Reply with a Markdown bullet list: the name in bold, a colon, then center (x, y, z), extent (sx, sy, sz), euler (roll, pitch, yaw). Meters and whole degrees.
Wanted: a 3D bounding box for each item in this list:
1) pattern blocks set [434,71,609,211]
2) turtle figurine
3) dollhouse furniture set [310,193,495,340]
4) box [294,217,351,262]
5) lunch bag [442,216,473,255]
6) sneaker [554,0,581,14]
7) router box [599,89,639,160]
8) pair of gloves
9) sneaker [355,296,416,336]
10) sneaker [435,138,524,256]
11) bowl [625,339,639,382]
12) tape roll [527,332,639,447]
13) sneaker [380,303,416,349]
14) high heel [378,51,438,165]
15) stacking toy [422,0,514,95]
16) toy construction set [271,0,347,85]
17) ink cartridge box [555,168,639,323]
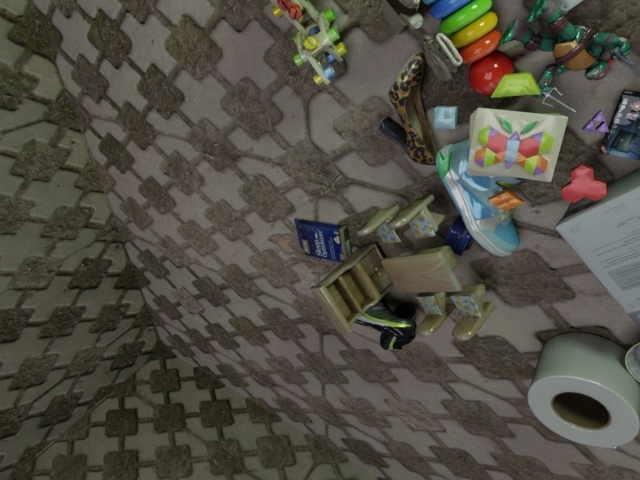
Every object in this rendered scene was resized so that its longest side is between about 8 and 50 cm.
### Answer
- **pattern blocks set**: center (0.395, -0.191, 0.881), extent (0.325, 0.026, 0.285), euler (0, 118, 34)
- **turtle figurine**: center (0.465, -0.345, 0.805), extent (0.234, 0.118, 0.175), euler (31, 149, -9)
- **dollhouse furniture set**: center (0.196, 0.121, 1.215), extent (0.394, 0.256, 0.362), euler (-13, 113, 57)
- **box**: center (0.000, 0.000, 1.504), extent (0.226, 0.036, 0.136), euler (11, 127, 35)
- **lunch bag**: center (0.379, -0.006, 1.166), extent (0.065, 0.067, 0.098), euler (28, 138, 21)
- **sneaker**: center (0.427, -0.459, 0.786), extent (0.212, 0.080, 0.094), euler (8, 137, 33)
- **router box**: center (0.614, -0.221, 0.835), extent (0.092, 0.038, 0.122), euler (20, 131, 26)
- **pair of gloves**: center (0.212, -0.443, 0.904), extent (0.042, 0.204, 0.240), euler (-38, 90, 9)
- **sneaker**: center (0.189, 0.230, 1.430), extent (0.300, 0.121, 0.111), euler (13, 160, 43)
- **sneaker**: center (0.429, -0.113, 1.004), extent (0.208, 0.127, 0.318), euler (-25, 104, 48)
- **bowl**: center (0.820, 0.272, 1.010), extent (0.170, 0.080, 0.170), euler (21, 132, 26)
- **tape roll**: center (0.694, 0.389, 1.135), extent (0.246, 0.169, 0.246), euler (21, 132, 25)
- **sneaker**: center (0.288, 0.302, 1.488), extent (0.097, 0.084, 0.234), euler (13, 133, -13)
- **high heel**: center (0.247, -0.301, 1.023), extent (0.186, 0.093, 0.261), euler (42, 154, 15)
- **stacking toy**: center (0.297, -0.447, 0.863), extent (0.141, 0.141, 0.330), euler (-16, 114, 45)
- **toy construction set**: center (-0.055, -0.528, 0.979), extent (0.151, 0.328, 0.214), euler (-19, 68, 12)
- **ink cartridge box**: center (0.692, -0.012, 0.835), extent (0.271, 0.130, 0.309), euler (52, 142, 1)
